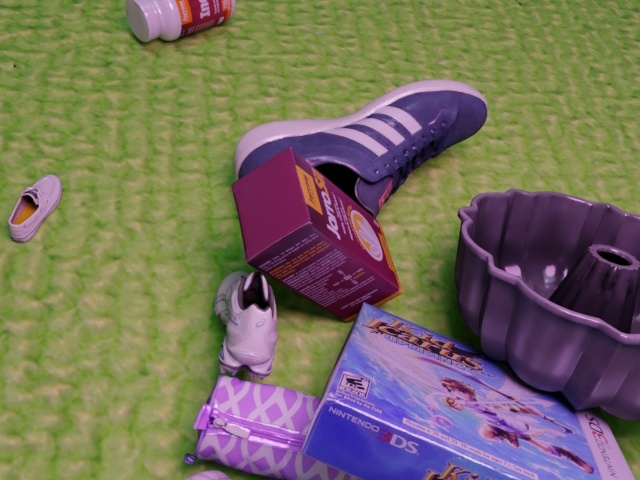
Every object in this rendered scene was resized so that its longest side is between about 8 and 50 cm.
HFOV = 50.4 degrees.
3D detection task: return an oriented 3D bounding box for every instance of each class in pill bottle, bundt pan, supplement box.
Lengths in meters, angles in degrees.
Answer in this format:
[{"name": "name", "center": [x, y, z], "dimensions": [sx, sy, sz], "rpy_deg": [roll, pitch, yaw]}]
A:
[{"name": "pill bottle", "center": [-0.211, -0.353, 1.027], "dimensions": [0.152, 0.086, 0.086], "rpy_deg": [-32, 64, -30]}, {"name": "bundt pan", "center": [0.291, 0.068, 0.726], "dimensions": [0.330, 0.124, 0.331], "rpy_deg": [10, 27, -5]}, {"name": "supplement box", "center": [0.000, 0.000, 0.726], "dimensions": [0.081, 0.188, 0.104], "rpy_deg": [-31, 51, 21]}]

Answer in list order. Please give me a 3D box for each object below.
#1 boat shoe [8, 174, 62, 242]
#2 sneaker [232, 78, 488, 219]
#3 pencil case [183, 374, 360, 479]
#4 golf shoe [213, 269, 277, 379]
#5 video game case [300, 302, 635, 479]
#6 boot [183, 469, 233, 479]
[{"name": "boat shoe", "center": [-0.333, -0.045, 0.791], "dimensions": [0.035, 0.035, 0.100], "rpy_deg": [17, 51, 2]}, {"name": "sneaker", "center": [0.074, -0.092, 0.858], "dimensions": [0.350, 0.131, 0.148], "rpy_deg": [-19, 56, -12]}, {"name": "pencil case", "center": [-0.018, 0.186, 0.638], "dimensions": [0.206, 0.088, 0.086], "rpy_deg": [13, 70, -3]}, {"name": "golf shoe", "center": [-0.068, 0.062, 0.701], "dimensions": [0.069, 0.086, 0.176], "rpy_deg": [10, 22, -17]}, {"name": "video game case", "center": [0.138, 0.165, 0.621], "dimensions": [0.269, 0.061, 0.244], "rpy_deg": [22, 14, 5]}, {"name": "boot", "center": [-0.079, 0.243, 0.506], "dimensions": [0.123, 0.258, 0.095], "rpy_deg": [17, 86, 11]}]
